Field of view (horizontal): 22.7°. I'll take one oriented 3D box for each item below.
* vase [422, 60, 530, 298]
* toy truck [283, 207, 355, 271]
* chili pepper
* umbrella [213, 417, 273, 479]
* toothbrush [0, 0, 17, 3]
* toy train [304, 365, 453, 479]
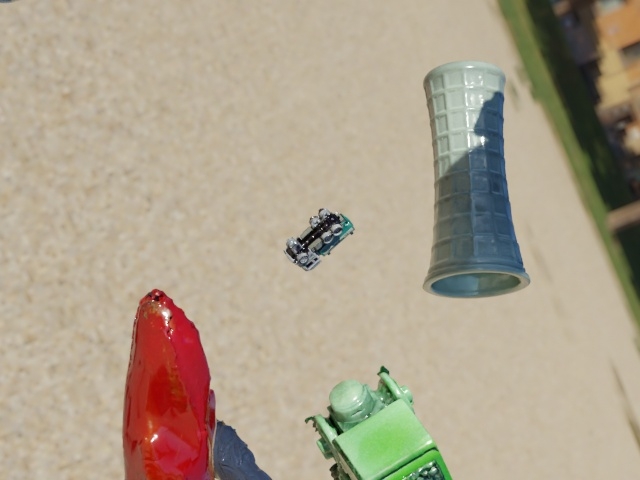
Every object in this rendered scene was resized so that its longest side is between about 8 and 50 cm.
[{"bbox_3d":[0.199,-0.082,2.116,0.143,0.143,0.298,43,44,-65],"label":"vase"},{"bbox_3d":[0.000,0.000,1.890,0.044,0.083,0.039,43,6,-49],"label":"toy truck"},{"bbox_3d":[-0.167,0.232,1.734,0.110,0.110,0.387,-88,180,-65],"label":"chili pepper"},{"bbox_3d":[-0.083,0.321,2.057,0.248,0.071,0.071,41,-6,34],"label":"umbrella"},{"bbox_3d":[-0.385,-0.310,1.949,0.040,0.386,0.040,-6,98,-45],"label":"toothbrush"},{"bbox_3d":[0.089,0.279,1.908,0.188,0.132,0.243,52,-9,48],"label":"toy train"}]
